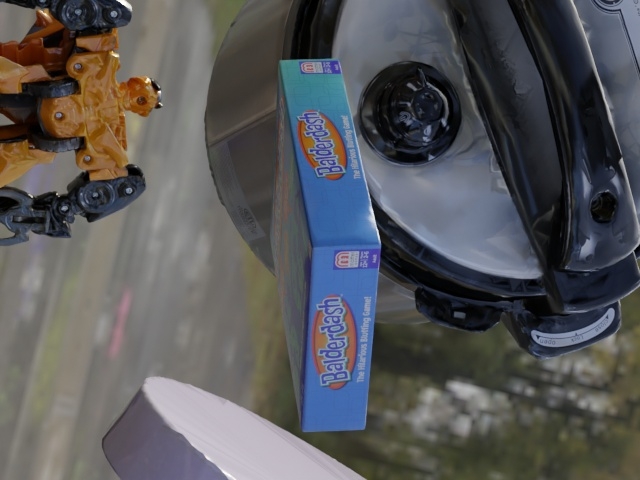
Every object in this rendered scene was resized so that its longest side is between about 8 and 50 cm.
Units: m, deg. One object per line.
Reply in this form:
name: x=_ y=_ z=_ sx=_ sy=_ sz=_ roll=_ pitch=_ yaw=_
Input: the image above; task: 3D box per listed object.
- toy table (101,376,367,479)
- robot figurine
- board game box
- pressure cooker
toy table: x=-0.023 y=0.173 z=0.753 sx=0.274 sy=0.252 sz=0.161 roll=34 pitch=93 yaw=-44
robot figurine: x=-0.259 y=-0.097 z=1.374 sx=0.085 sy=0.291 sz=0.211 roll=-110 pitch=-164 yaw=-60
board game box: x=0.000 y=0.000 z=1.313 sx=0.210 sy=0.047 sz=0.160 roll=-100 pitch=-169 yaw=-52
pressure cooker: x=0.119 y=-0.109 z=1.609 sx=0.375 sy=0.370 sz=0.420 roll=-63 pitch=-168 yaw=-13
